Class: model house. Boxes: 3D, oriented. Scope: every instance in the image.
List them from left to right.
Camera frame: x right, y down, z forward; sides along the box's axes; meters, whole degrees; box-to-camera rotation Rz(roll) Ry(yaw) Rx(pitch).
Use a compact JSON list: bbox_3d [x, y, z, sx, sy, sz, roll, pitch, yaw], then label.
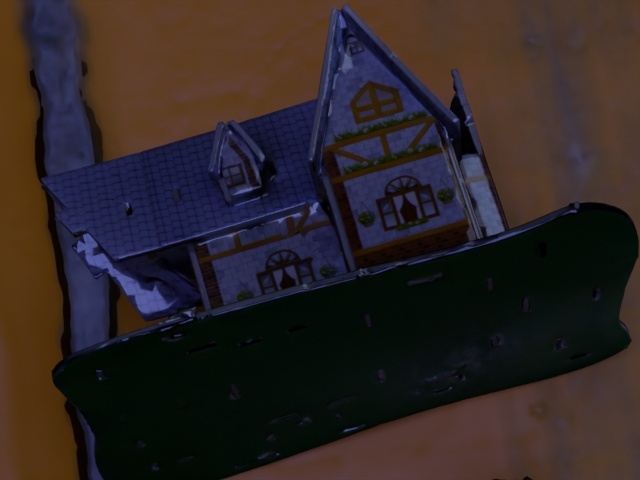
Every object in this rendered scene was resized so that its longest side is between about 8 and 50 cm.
[{"bbox_3d":[0.000,0.000,0.524,0.167,0.117,0.088,-18,63,1],"label":"model house"}]

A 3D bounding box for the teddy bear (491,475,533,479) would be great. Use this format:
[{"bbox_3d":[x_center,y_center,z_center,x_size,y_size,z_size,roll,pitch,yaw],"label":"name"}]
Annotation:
[{"bbox_3d":[0.109,0.128,0.506,0.160,0.078,0.119,6,57,-12],"label":"teddy bear"}]
